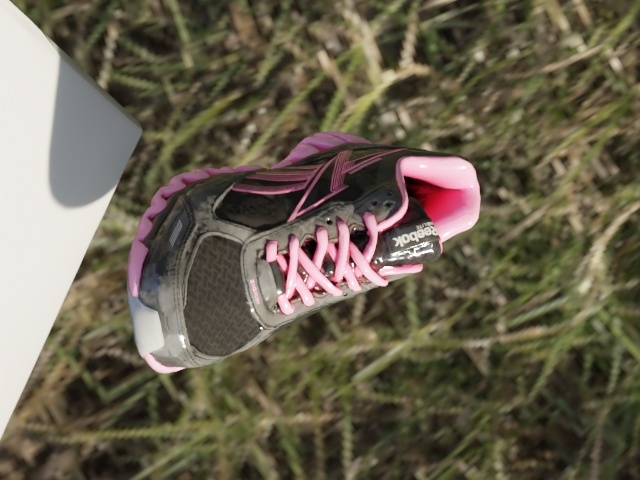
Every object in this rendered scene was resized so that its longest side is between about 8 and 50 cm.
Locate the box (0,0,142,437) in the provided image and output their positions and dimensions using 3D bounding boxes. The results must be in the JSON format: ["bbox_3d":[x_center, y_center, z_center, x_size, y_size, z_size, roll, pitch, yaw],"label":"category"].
[{"bbox_3d":[-0.254,0.050,0.700,0.215,0.168,0.345,21,81,17],"label":"box"}]

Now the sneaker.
[{"bbox_3d":[0.000,0.000,0.454,0.057,0.119,0.047,4,113,34],"label":"sneaker"}]
